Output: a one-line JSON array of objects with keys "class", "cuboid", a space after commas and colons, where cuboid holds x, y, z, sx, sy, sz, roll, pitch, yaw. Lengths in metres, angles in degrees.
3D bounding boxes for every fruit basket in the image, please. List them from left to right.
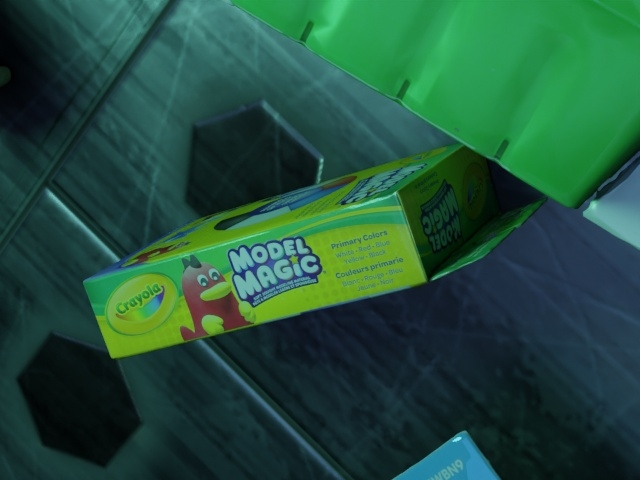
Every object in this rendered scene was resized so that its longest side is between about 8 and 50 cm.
[{"class": "fruit basket", "cuboid": [0.132, -0.208, 0.663, 0.327, 0.165, 0.353, 31, 97, 8]}]

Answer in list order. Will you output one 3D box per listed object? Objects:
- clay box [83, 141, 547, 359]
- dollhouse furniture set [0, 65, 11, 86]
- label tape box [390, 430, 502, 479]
[{"class": "clay box", "cuboid": [0.000, 0.000, 0.777, 0.222, 0.127, 0.053, -16, 99, 27]}, {"class": "dollhouse furniture set", "cuboid": [-0.334, -0.079, 0.878, 0.259, 0.135, 0.262, -23, 95, 19]}, {"class": "label tape box", "cuboid": [0.115, 0.288, 0.823, 0.249, 0.115, 0.347, -40, 85, 28]}]
